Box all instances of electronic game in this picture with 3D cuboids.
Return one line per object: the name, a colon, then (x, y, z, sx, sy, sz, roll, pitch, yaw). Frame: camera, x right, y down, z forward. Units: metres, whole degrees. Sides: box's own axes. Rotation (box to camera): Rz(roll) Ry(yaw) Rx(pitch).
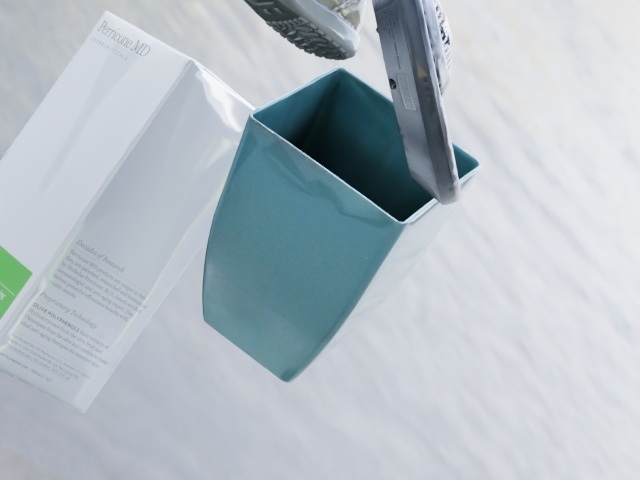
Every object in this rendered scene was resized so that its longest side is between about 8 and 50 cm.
electronic game: (0.066, -0.137, 1.165, 0.229, 0.048, 0.229, -11, 90, -84)

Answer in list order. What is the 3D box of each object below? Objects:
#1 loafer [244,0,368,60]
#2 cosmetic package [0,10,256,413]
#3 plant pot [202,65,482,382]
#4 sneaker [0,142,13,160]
loafer: (-0.049, -0.245, 1.372, 0.251, 0.094, 0.087, 39, 71, -38)
cosmetic package: (-0.234, -0.032, 1.770, 0.155, 0.365, 0.197, 35, -3, -42)
plant pot: (0.000, 0.000, 1.533, 0.166, 0.234, 0.165, 35, 34, 14)
sneaker: (-0.410, -0.021, 2.040, 0.099, 0.121, 0.262, 41, 44, 21)
